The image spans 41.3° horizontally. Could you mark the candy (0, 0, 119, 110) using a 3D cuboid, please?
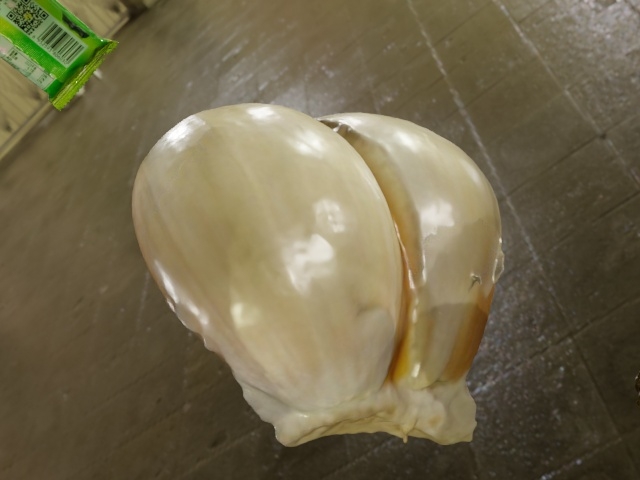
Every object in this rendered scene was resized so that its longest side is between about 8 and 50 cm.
[{"bbox_3d":[-0.314,-0.226,0.900,0.102,0.178,0.032,-41,38,13],"label":"candy"}]

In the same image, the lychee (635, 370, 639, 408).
[{"bbox_3d":[0.232,0.063,0.380,0.171,0.171,0.171,-33,29,21],"label":"lychee"}]

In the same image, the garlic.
[{"bbox_3d":[0.000,0.000,0.665,0.286,0.249,0.313,-8,49,-15],"label":"garlic"}]
